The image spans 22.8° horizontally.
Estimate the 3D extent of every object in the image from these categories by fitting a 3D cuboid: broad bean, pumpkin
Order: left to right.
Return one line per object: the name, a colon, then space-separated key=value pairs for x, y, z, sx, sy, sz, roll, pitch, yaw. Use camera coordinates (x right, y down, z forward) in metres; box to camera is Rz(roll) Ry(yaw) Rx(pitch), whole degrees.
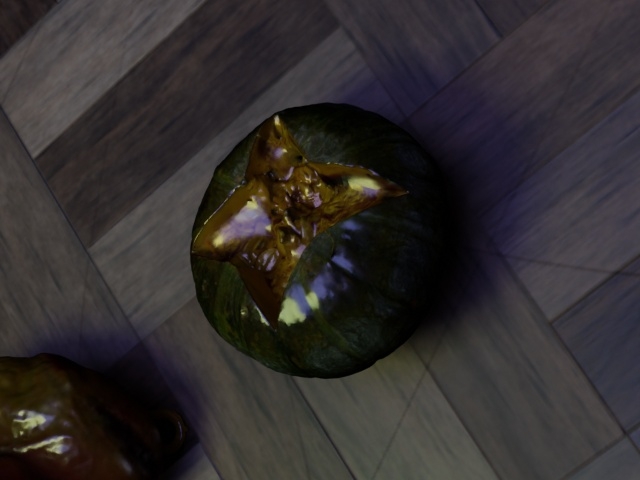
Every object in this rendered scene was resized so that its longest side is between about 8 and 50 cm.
broad bean: x=-0.249 y=0.178 z=1.449 sx=0.228 sy=0.156 sz=0.122 roll=9 pitch=50 yaw=31
pumpkin: x=0.001 y=0.002 z=1.333 sx=0.238 sy=0.159 sz=0.238 roll=-19 pitch=56 yaw=30

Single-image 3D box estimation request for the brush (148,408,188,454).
brush: x=-0.263 y=0.197 z=1.527 sx=0.314 sy=0.017 sz=0.090 roll=-10 pitch=84 yaw=25
